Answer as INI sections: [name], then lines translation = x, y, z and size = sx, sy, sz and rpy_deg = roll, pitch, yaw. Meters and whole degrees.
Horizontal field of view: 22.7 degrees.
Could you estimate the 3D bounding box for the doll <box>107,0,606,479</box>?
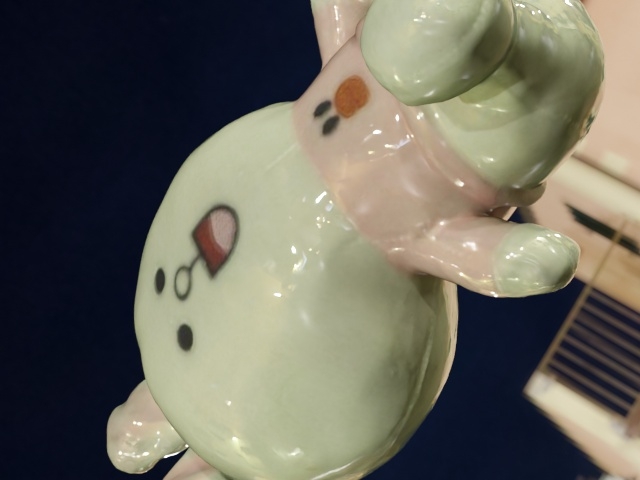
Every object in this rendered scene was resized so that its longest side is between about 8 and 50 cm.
[doll]
translation = 0.012, -0.003, 0.553
size = 0.113, 0.155, 0.275
rpy_deg = -1, -47, -36
